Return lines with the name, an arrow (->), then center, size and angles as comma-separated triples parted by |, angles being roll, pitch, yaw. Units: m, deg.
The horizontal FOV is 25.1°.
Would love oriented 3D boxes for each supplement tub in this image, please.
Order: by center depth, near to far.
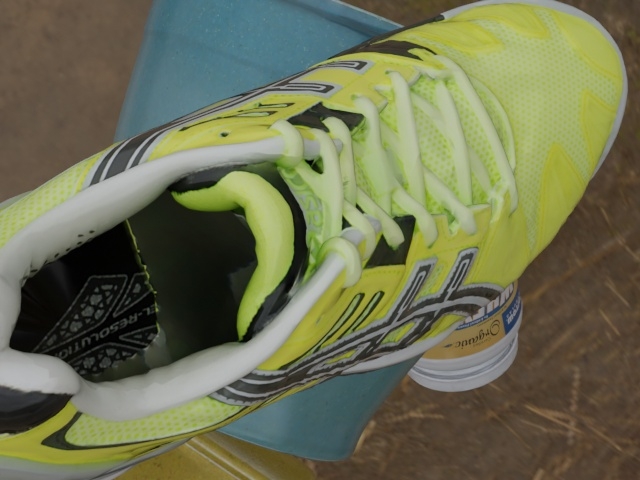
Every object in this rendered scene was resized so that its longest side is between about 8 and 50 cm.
supplement tub -> 0.122, 0.037, 1.423 | 0.144, 0.200, 0.144 | -10, 38, 8

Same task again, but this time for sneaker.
sneaker -> 0.000, 0.000, 0.586 | 0.384, 0.147, 0.145 | -31, 93, -28

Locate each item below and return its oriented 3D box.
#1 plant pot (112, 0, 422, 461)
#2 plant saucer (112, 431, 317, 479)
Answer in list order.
plant pot -> -0.017, -0.009, 0.908 | 0.271, 0.271, 0.255 | 22, 92, 26
plant saucer -> -0.170, 0.234, 1.059 | 0.081, 0.333, 0.333 | -17, 41, 57
